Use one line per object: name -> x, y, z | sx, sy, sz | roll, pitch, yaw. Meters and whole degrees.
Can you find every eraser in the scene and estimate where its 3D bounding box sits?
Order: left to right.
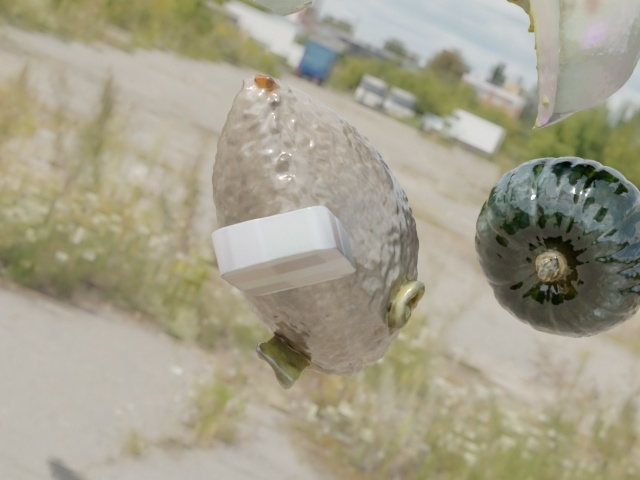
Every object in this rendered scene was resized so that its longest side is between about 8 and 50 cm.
eraser -> -0.018, 0.007, 0.888 | 0.065, 0.026, 0.105 | -15, -10, 4

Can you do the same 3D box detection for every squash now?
squash -> 0.280, 0.007, 1.866 | 0.218, 0.172, 0.218 | 31, -36, 26

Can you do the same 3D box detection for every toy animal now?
toy animal -> -0.002, -0.005, 1.609 | 0.226, 0.188, 0.358 | -104, 170, -52

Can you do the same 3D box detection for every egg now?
egg -> 0.302, -0.270, 1.860 | 0.161, 0.206, 0.271 | -5, 44, -12

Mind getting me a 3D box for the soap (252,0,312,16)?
soap -> -0.040, -0.457, 1.928 | 0.208, 0.347, 0.115 | 23, -14, -25
